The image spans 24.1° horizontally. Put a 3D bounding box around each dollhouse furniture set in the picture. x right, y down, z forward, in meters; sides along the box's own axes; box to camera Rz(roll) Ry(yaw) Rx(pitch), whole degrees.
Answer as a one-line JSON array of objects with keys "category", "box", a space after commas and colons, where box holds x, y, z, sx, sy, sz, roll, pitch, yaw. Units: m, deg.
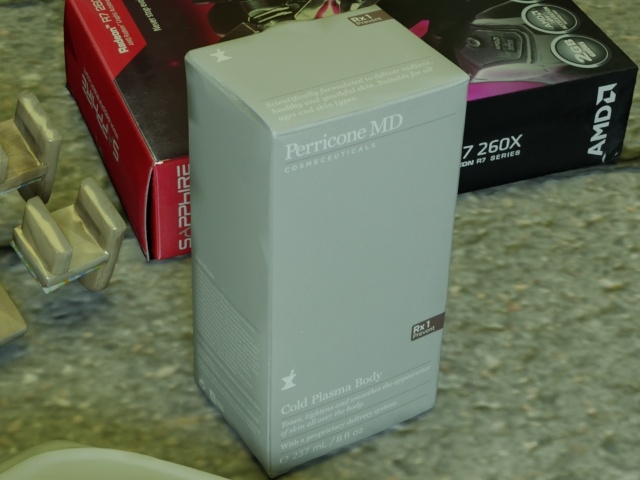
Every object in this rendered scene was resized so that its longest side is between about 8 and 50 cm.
[{"category": "dollhouse furniture set", "box": [-0.283, -0.011, 0.960, 0.212, 0.161, 0.242, -26, 69, -30]}]

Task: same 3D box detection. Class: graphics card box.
[{"category": "graphics card box", "box": [0.016, -0.121, 1.112, 0.371, 0.094, 0.233, -11, 41, -18]}]

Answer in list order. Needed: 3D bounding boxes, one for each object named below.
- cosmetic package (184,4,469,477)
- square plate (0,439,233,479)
[{"category": "cosmetic package", "box": [0.000, 0.000, 0.846, 0.127, 0.238, 0.107, -20, 44, -25]}, {"category": "square plate", "box": [-0.053, 0.175, 0.657, 0.347, 0.049, 0.344, 14, 11, 15]}]
